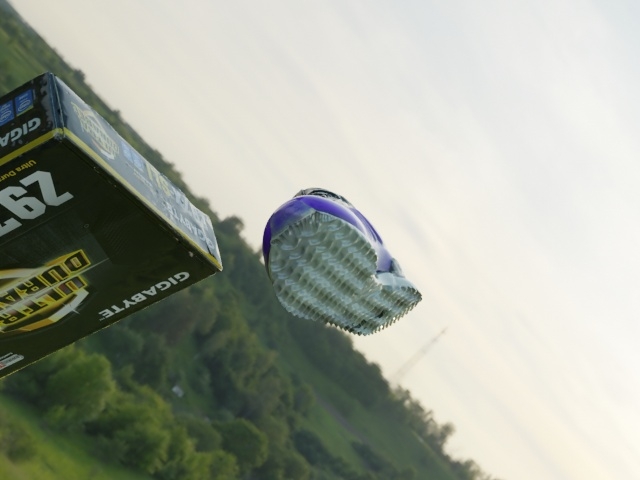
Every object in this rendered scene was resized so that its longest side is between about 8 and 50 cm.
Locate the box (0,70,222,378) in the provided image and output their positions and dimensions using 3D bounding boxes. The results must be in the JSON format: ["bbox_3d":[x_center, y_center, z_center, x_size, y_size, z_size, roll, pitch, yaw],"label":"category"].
[{"bbox_3d":[-0.291,0.016,0.800,0.257,0.322,0.079,51,17,-53],"label":"box"}]

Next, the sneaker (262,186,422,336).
[{"bbox_3d":[-0.001,0.001,0.896,0.146,0.102,0.293,60,8,26],"label":"sneaker"}]
